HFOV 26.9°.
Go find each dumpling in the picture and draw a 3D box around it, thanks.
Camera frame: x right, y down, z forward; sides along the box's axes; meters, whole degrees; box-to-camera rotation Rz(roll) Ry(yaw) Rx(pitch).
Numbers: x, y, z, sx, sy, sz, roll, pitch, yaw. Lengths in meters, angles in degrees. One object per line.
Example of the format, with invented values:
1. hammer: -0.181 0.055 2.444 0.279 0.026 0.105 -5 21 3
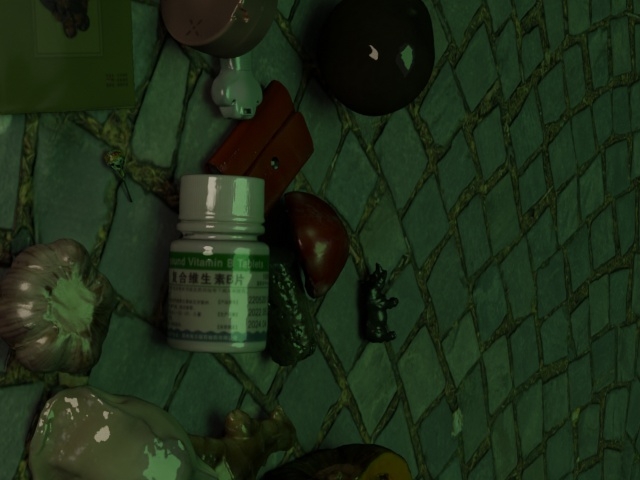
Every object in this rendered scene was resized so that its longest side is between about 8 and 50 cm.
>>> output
1. dumpling: -0.250 0.288 1.643 0.193 0.147 0.258 -46 110 -2

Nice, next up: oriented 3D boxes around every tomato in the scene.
1. tomato: 0.002 0.008 1.983 0.174 0.082 0.166 -110 -173 -68

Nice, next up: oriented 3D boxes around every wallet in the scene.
1. wallet: -0.085 -0.119 1.950 0.204 0.045 0.142 -56 135 -38

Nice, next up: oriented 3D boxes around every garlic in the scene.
1. garlic: -0.314 0.082 1.569 0.147 0.102 0.159 -16 93 -41

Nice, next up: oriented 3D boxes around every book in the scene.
1. book: -0.321 -0.330 1.597 0.239 0.035 0.352 -11 101 -54

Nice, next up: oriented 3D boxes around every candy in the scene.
1. candy: -0.257 -0.081 1.721 0.025 0.023 0.083 -62 149 -46

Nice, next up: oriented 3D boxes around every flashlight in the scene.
1. flashlight: -0.124 -0.271 1.887 0.093 0.047 0.200 -6 94 -55

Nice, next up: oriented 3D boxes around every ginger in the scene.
1. ginger: -0.123 0.307 1.891 0.333 0.081 0.148 -19 91 -56

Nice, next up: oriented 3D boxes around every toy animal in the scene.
1. toy animal: 0.095 0.104 2.231 0.065 0.047 0.136 -8 104 -48

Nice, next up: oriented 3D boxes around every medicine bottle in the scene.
1. medicine bottle: -0.135 0.031 1.799 0.139 0.139 0.237 3 91 -56

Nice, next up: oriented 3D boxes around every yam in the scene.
1. yam: -0.055 0.095 1.980 0.078 0.078 0.179 -34 118 -51

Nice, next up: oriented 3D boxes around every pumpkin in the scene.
1. pumpkin: 0.028 0.425 2.064 0.280 0.139 0.190 -16 104 -53

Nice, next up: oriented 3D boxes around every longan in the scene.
1. longan: 0.086 -0.296 2.072 0.198 0.198 0.212 27 58 -54

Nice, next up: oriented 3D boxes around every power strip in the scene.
1. power strip: -0.136 -0.323 1.776 0.078 0.154 0.154 12 82 -53
